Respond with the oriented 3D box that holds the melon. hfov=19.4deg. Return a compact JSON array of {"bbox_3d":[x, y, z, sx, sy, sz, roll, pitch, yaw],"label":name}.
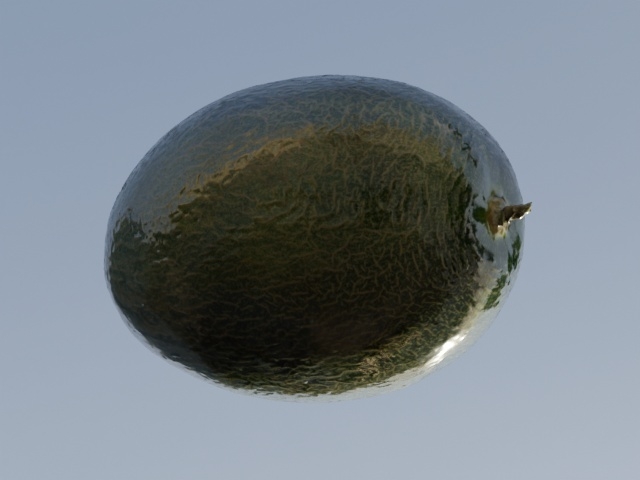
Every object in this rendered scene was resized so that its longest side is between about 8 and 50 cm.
[{"bbox_3d":[0.000,0.000,0.645,0.167,0.114,0.114,-6,-65,35],"label":"melon"}]
